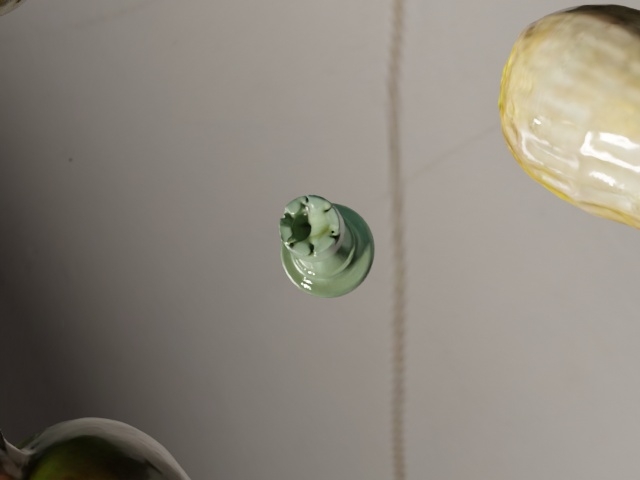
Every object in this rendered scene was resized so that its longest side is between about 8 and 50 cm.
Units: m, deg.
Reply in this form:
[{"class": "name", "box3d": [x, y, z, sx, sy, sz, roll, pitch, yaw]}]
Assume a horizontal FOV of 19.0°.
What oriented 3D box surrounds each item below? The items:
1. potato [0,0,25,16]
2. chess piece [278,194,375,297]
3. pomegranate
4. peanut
[{"class": "potato", "box3d": [-0.169, -0.137, 0.849, 0.091, 0.138, 0.070, 20, 104, -24]}, {"class": "chess piece", "box3d": [0.000, 0.000, 1.298, 0.067, 0.103, 0.067, -1, 79, 8]}, {"class": "pomegranate", "box3d": [-0.180, 0.186, 1.247, 0.224, 0.181, 0.181, 42, 87, -28]}, {"class": "peanut", "box3d": [0.157, -0.029, 0.729, 0.206, 0.087, 0.087, 30, 88, 30]}]
